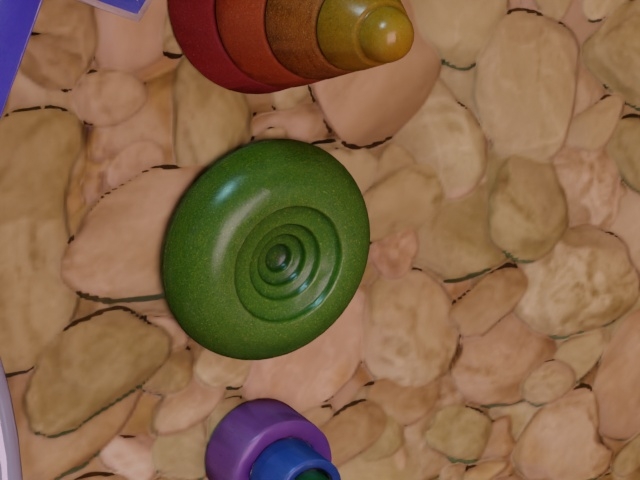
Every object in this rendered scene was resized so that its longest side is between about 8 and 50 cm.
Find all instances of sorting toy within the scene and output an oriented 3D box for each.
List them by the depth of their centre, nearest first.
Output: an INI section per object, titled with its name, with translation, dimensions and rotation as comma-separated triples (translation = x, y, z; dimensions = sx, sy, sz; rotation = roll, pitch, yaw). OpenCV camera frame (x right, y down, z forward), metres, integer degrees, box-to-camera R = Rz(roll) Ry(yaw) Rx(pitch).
[sorting toy]
translation = 0.000, 0.000, 1.030
dimensions = 0.127, 0.126, 0.365
rotation = -10, 114, -30

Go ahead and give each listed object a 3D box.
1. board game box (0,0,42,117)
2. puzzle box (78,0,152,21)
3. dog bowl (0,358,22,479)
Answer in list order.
[board game box]
translation = -0.247, -0.055, 0.847
dimensions = 0.214, 0.046, 0.317
rotation = 6, 120, -34
[puzzle box]
translation = -0.177, -0.265, 0.792
dimensions = 0.409, 0.052, 0.272
rotation = 16, 117, -39
[dog bowl]
translation = -0.237, 0.110, 0.723
dimensions = 0.349, 0.102, 0.348
rotation = 10, 78, -62
